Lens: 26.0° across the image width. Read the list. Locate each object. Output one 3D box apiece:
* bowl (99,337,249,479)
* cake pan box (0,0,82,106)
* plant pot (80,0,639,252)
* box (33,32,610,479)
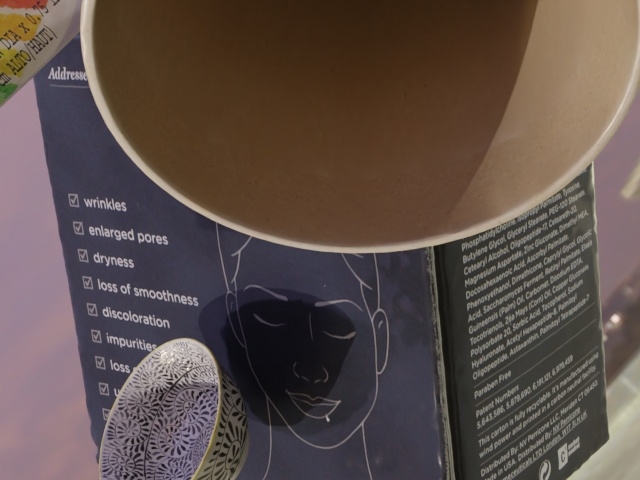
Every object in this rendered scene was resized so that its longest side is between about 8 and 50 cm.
[{"bbox_3d":[-0.116,0.180,1.247,0.080,0.170,0.170,28,-70,-35],"label":"bowl"},{"bbox_3d":[-0.259,-0.199,0.865,0.267,0.246,0.070,-41,15,7],"label":"cake pan box"},{"bbox_3d":[0.019,-0.178,0.719,0.274,0.256,0.256,-90,24,-44],"label":"plant pot"},{"bbox_3d":[0.000,0.000,1.366,0.297,0.480,0.472,-27,-63,-46],"label":"box"}]
